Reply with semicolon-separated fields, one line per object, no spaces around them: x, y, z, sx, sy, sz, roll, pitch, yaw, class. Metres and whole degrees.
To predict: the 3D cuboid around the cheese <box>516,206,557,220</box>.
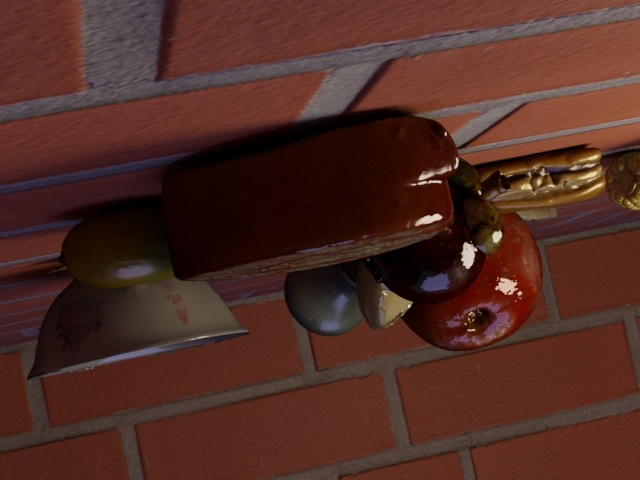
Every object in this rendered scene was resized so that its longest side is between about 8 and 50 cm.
0.371;-0.046;2.427;0.085;0.034;0.400;-15;174;29;cheese

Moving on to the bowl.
-0.292;0.104;1.861;0.346;0.157;0.345;-12;176;-1;bowl

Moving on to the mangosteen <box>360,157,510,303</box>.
0.136;-0.022;1.449;0.200;0.199;0.200;-12;175;-1;mangosteen

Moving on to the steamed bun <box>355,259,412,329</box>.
0.127;0.007;1.916;0.110;0.231;0.212;31;-149;20;steamed bun

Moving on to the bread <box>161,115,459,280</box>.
-0.011;-0.033;1.234;0.295;0.114;0.327;-12;176;0;bread

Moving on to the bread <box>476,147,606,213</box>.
0.295;-0.081;1.693;0.200;0.077;0.116;-10;-177;-8;bread

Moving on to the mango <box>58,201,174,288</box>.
-0.190;0.004;1.390;0.137;0.091;0.237;-8;178;33;mango

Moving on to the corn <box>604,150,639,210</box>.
0.531;-0.096;1.919;0.093;0.093;0.244;-16;173;39;corn

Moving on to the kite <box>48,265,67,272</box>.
-0.225;0.000;1.689;0.323;0.013;0.268;-17;175;24;kite

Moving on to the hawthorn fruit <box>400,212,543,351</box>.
0.248;0.056;2.121;0.284;0.284;0.284;-12;175;-1;hawthorn fruit

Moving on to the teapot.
0.043;0.081;2.407;0.183;0.183;0.251;-9;164;-27;teapot
